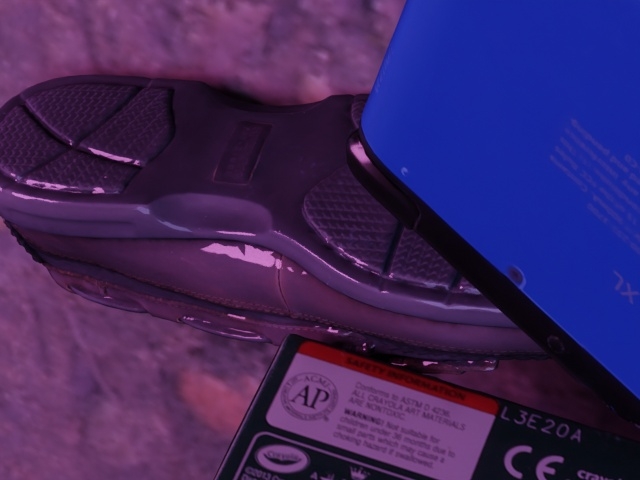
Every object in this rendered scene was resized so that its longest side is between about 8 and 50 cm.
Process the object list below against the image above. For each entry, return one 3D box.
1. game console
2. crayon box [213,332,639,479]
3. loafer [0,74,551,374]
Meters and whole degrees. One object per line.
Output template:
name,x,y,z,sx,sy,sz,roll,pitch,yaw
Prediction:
game console,0.171,0.002,0.616,0.293,0.173,0.250,43,148,13
crayon box,0.134,0.220,0.833,0.363,0.106,0.313,17,142,12
loafer,0.000,0.000,0.823,0.302,0.109,0.095,12,141,23
